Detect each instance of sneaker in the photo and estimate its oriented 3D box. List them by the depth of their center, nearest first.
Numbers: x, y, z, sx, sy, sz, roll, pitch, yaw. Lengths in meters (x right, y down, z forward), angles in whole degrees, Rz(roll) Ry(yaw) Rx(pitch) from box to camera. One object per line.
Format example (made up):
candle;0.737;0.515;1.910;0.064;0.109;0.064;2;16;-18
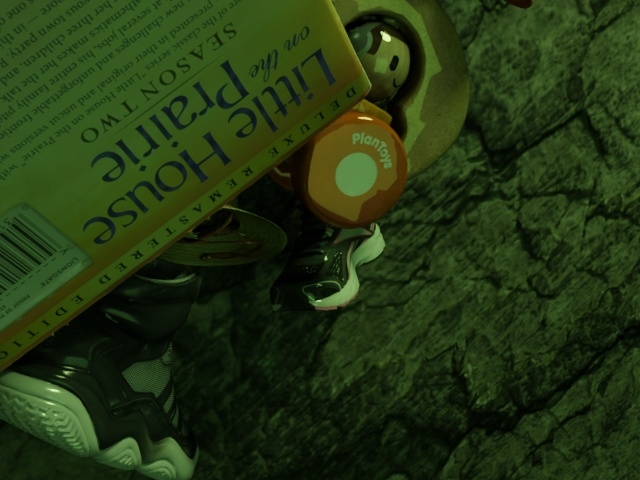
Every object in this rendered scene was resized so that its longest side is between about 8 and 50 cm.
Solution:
sneaker;-0.137;0.094;0.613;0.153;0.101;0.268;-66;160;-16
sneaker;0.000;0.000;0.672;0.178;0.072;0.077;-52;132;-63

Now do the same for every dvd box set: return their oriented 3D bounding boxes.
dvd box set;-0.171;-0.124;0.338;0.307;0.062;0.420;-37;142;-1

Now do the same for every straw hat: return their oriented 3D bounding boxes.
straw hat;-0.095;-0.029;0.623;0.144;0.144;0.061;14;66;-37

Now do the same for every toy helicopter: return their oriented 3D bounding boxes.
toy helicopter;0.001;-0.200;0.570;0.235;0.140;0.355;-37;115;-5
